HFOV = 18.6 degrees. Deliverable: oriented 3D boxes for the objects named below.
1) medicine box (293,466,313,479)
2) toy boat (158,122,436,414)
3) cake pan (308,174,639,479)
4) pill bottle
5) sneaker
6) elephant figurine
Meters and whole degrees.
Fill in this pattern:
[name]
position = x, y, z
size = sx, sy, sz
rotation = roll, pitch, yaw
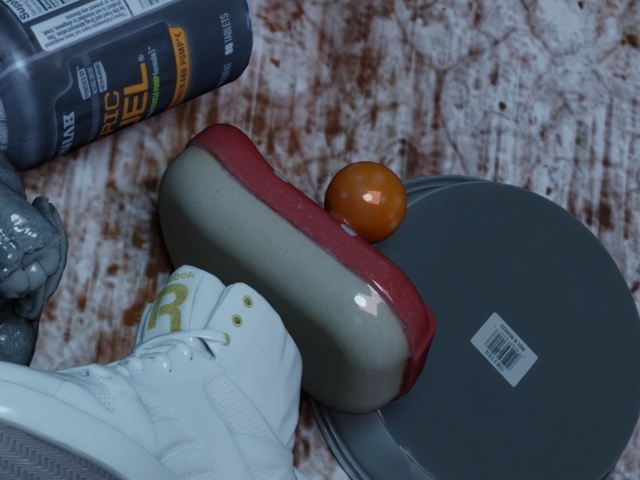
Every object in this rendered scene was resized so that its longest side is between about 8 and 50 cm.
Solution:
[medicine box]
position = -0.080, 0.293, 1.264
size = 0.263, 0.149, 0.289
rotation = 37, 63, -11
[toy boat]
position = 0.000, 0.000, 1.369
size = 0.231, 0.151, 0.151
rotation = 38, 62, 16
[cake pan]
position = 0.128, 0.084, 1.484
size = 0.293, 0.054, 0.293
rotation = 7, 72, -24
[pill bottle]
position = -0.178, -0.129, 1.355
size = 0.246, 0.130, 0.130
rotation = -27, 87, -29
[sneaker]
position = -0.112, 0.084, 1.133
size = 0.292, 0.108, 0.169
rotation = 35, 51, -49
[elephant figurine]
position = -0.234, 0.037, 1.261
size = 0.169, 0.239, 0.186
rotation = 28, 71, 19
